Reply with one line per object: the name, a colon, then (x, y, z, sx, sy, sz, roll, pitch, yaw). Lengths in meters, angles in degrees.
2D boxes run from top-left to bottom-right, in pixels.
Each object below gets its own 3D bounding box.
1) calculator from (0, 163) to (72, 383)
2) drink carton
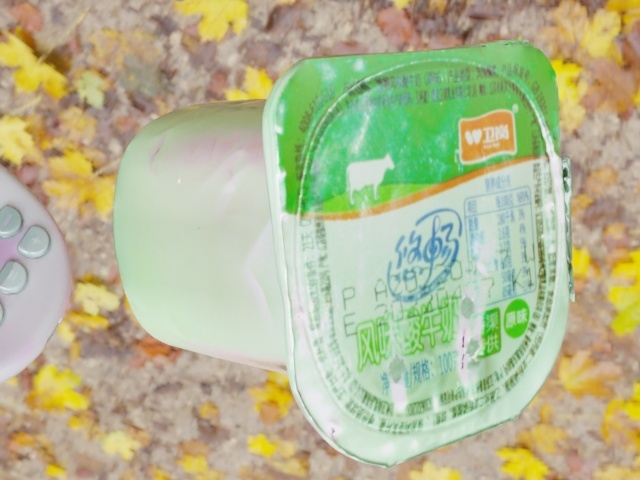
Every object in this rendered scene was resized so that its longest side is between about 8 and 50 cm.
calculator: (-0.299, -0.009, 0.731, 0.299, 0.185, 0.041, 25, 148, -1)
drink carton: (0.000, 0.000, 0.470, 0.142, 0.146, 0.144, 4, 102, 49)
